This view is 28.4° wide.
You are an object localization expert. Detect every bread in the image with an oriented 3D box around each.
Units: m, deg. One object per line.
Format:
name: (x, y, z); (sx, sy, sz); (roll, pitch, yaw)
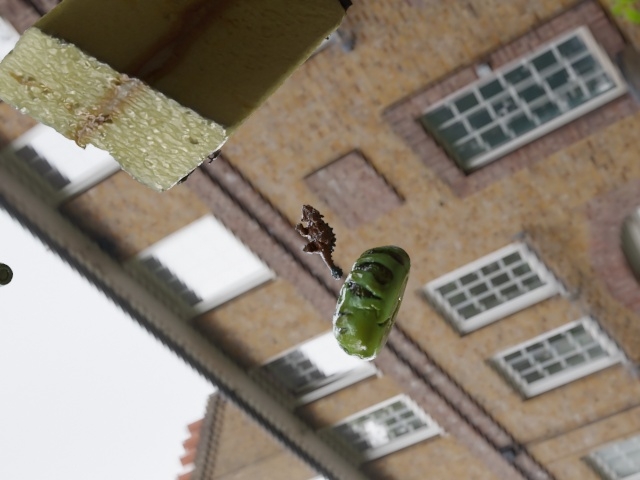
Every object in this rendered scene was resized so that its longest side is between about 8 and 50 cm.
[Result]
bread: (-0.222, -0.295, 1.911); (0.345, 0.242, 0.405); (41, -120, -10)
bread: (0.059, 0.072, 1.504); (0.071, 0.139, 0.130); (21, -155, 14)

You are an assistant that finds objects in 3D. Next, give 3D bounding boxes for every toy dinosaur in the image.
toy dinosaur: (0.000, 0.000, 2.023); (0.055, 0.049, 0.154); (22, -143, -49)

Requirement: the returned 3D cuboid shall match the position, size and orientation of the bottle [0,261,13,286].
bottle: (-0.380, 0.039, 1.454); (0.030, 0.083, 0.030); (1, -92, -36)
